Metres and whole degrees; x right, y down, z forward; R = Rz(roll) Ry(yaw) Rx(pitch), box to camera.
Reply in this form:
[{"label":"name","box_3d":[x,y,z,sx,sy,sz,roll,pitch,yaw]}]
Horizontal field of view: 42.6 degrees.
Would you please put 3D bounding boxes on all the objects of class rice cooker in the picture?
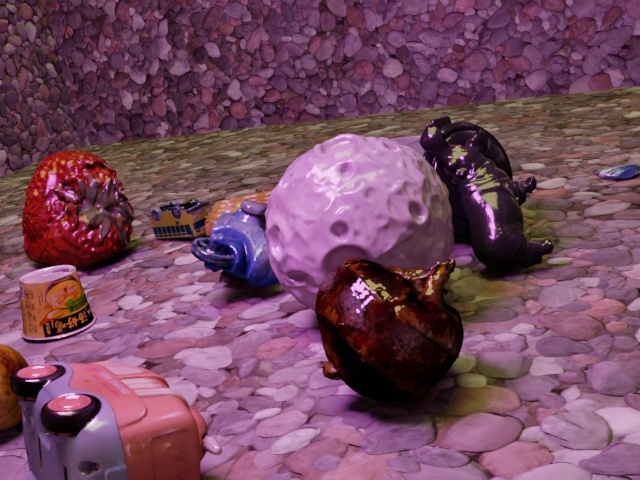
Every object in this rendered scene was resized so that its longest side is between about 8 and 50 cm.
[{"label":"rice cooker","box_3d":[0.287,-0.129,1.800,0.241,0.280,0.227,-16,2,-27]}]

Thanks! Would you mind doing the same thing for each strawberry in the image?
[{"label":"strawberry","box_3d":[-0.658,-0.071,2.146,0.351,0.312,0.267,-19,-14,40]}]

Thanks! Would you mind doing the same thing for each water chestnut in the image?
[{"label":"water chestnut","box_3d":[0.107,0.115,1.182,0.224,0.238,0.223,32,4,-3]}]

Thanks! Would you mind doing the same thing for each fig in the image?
[{"label":"fig","box_3d":[-0.512,0.233,1.293,0.121,0.136,0.153,2,-28,-17]}]

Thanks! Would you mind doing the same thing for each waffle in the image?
[{"label":"waffle","box_3d":[-0.125,-0.067,2.122,0.328,0.098,0.224,-11,15,5]}]

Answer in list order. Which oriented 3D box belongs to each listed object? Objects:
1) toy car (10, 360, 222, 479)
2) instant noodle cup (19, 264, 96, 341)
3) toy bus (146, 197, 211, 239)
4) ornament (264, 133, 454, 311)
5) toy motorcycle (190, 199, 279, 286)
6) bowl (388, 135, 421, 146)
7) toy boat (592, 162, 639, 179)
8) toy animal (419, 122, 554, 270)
[{"label":"toy car","box_3d":[-0.261,0.251,1.040,0.212,0.180,0.270,-9,14,-35]},{"label":"instant noodle cup","box_3d":[-0.547,0.125,1.683,0.151,0.122,0.151,-7,18,2]},{"label":"toy bus","box_3d":[-0.373,-0.055,2.207,0.175,0.101,0.088,-3,18,39]},{"label":"ornament","box_3d":[0.066,-0.013,1.435,0.337,0.337,0.337,-9,17,3]},{"label":"toy motorcycle","box_3d":[-0.126,0.001,1.739,0.241,0.182,0.319,-7,16,9]},{"label":"bowl","box_3d":[0.267,-0.191,2.189,0.287,0.143,0.287,-3,15,1]},{"label":"toy boat","box_3d":[0.739,-0.180,2.096,0.105,0.034,0.149,-18,19,-30]},{"label":"toy animal","box_3d":[0.331,-0.097,1.628,0.168,0.343,0.106,-18,-22,-13]}]
